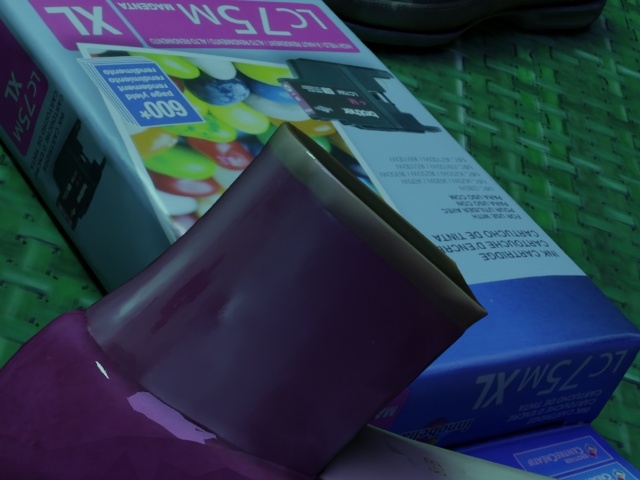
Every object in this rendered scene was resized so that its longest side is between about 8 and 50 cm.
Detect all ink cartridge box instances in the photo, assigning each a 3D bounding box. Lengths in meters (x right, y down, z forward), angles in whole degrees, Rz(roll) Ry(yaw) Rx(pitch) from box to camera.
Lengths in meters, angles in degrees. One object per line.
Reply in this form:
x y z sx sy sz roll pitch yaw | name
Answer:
0.000 0.000 0.648 0.186 0.065 0.311 -5 45 -39 | ink cartridge box

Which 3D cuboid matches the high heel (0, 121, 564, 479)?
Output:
0.059 0.150 0.483 0.377 0.181 0.127 44 7 -3 | high heel

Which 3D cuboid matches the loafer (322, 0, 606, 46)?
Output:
0.087 -0.176 0.935 0.267 0.084 0.096 -11 47 -44 | loafer
